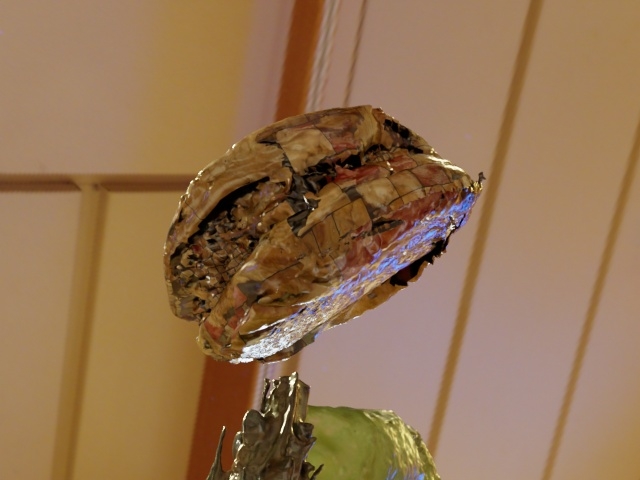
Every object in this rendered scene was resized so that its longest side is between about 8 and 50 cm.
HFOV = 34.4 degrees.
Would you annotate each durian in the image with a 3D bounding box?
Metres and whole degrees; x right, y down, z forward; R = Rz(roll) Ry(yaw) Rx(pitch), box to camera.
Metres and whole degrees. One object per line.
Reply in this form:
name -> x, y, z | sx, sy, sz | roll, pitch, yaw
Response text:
durian -> 0.019, 0.170, 0.618 | 0.139, 0.101, 0.250 | -48, -30, -8

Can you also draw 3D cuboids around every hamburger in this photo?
hamburger -> 0.000, 0.000, 0.692 | 0.231, 0.107, 0.231 | -34, -17, -12

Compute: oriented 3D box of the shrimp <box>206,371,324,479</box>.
shrimp -> 0.017, 0.154, 0.415 | 0.150, 0.217, 0.051 | -1, -31, -1
